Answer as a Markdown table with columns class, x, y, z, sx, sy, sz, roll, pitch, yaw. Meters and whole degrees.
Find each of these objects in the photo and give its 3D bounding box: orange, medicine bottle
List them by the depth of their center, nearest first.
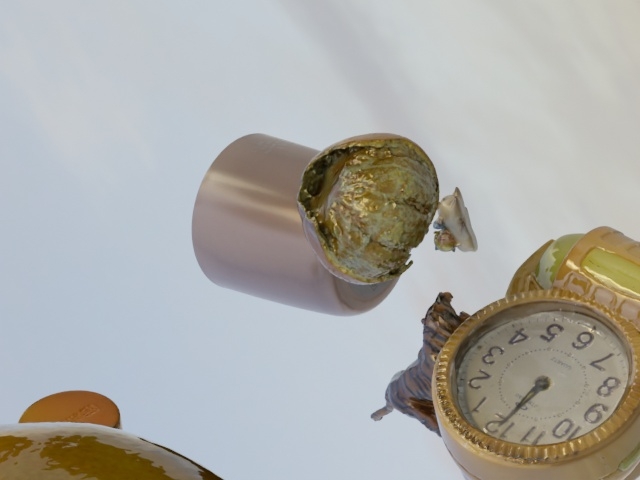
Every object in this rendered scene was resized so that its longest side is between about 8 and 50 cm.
| class | x | y | z | sx | sy | sz | roll | pitch | yaw |
| --- | --- | --- | --- | --- | --- | --- | --- | --- | --- |
| medicine bottle | -0.218 | 0.240 | 1.754 | 0.096 | 0.096 | 0.192 | -100 | 6 | -57 |
| orange | 0.046 | -0.035 | 1.934 | 0.134 | 0.156 | 0.156 | 19 | -153 | -15 |

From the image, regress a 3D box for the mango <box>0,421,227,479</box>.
| class | x | y | z | sx | sy | sz | roll | pitch | yaw |
| --- | --- | --- | --- | --- | --- | --- | --- | --- | --- |
| mango | -0.152 | 0.267 | 1.352 | 0.300 | 0.446 | 0.232 | -24 | -64 | -44 |

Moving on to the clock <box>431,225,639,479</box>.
| class | x | y | z | sx | sy | sz | roll | pitch | yaw |
| --- | --- | --- | --- | --- | --- | --- | --- | --- | --- |
| clock | 0.265 | 0.149 | 1.995 | 0.244 | 0.317 | 0.200 | 26 | 147 | 37 |

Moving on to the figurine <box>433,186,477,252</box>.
| class | x | y | z | sx | sy | sz | roll | pitch | yaw |
| --- | --- | --- | --- | --- | --- | --- | --- | --- | --- |
| figurine | 0.151 | -0.019 | 2.263 | 0.047 | 0.050 | 0.083 | -60 | -47 | -64 |

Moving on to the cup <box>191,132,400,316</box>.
| class | x | y | z | sx | sy | sz | roll | pitch | yaw |
| --- | --- | --- | --- | --- | --- | --- | --- | --- | --- |
| cup | 0.000 | 0.000 | 2.281 | 0.200 | 0.191 | 0.253 | 17 | 165 | 35 |

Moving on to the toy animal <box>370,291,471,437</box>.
| class | x | y | z | sx | sy | sz | roll | pitch | yaw |
| --- | --- | --- | --- | --- | --- | --- | --- | --- | --- |
| toy animal | 0.112 | 0.169 | 2.167 | 0.116 | 0.255 | 0.114 | 22 | -126 | -18 |
